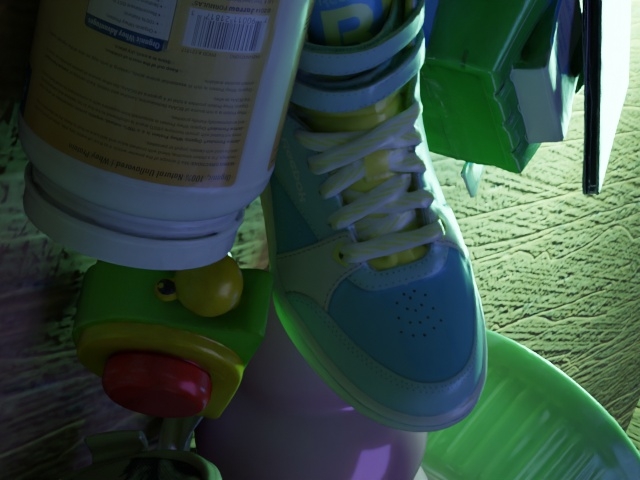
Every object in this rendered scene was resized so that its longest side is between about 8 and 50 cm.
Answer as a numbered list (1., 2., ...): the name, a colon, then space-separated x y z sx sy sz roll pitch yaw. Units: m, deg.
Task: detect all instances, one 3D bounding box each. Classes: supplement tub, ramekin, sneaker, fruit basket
1. supplement tub: -0.084 -0.099 1.017 0.144 0.144 0.199 -28 138 -58
2. ramekin: 0.151 0.235 1.760 0.148 0.303 0.303 -46 153 -26
3. sneaker: 0.022 -0.053 1.117 0.127 0.319 0.208 -18 159 -12
4. fruit basket: 0.155 -0.243 1.422 0.353 0.165 0.327 -64 160 -15

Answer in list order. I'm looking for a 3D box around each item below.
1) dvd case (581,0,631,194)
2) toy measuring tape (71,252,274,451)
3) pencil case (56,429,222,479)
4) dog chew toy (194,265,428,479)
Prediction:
1. dvd case: 0.221 -0.170 1.448 0.164 0.018 0.221 -66 157 -49
2. toy measuring tape: -0.113 0.074 1.242 0.121 0.121 0.330 -55 179 -25
3. pencil case: -0.066 0.329 1.266 0.183 0.160 0.410 -91 156 -69
4. dog chew toy: -0.007 0.159 1.431 0.206 0.207 0.331 -41 141 -48
